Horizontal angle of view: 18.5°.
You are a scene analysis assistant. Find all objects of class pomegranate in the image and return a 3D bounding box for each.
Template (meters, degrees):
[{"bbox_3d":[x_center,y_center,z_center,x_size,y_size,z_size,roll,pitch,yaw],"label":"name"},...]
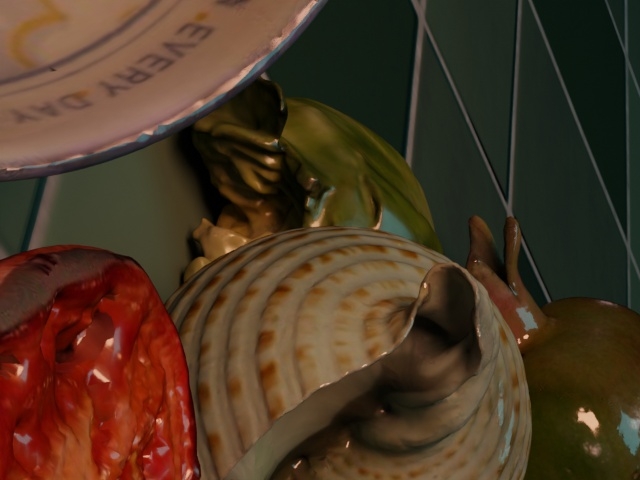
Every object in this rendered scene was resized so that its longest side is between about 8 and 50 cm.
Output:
[{"bbox_3d":[0.122,0.084,1.108,0.191,0.131,0.152,49,33,-13],"label":"pomegranate"}]

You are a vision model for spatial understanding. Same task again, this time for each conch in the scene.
[{"bbox_3d":[-0.004,0.057,0.714,0.131,0.172,0.200,54,-31,38],"label":"conch"}]

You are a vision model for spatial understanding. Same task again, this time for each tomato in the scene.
[{"bbox_3d":[-0.095,0.079,0.544,0.174,0.082,0.166,41,46,-66],"label":"tomato"}]

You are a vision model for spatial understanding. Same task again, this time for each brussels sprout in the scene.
[{"bbox_3d":[0.003,-0.001,0.856,0.181,0.100,0.139,31,31,-44],"label":"brussels sprout"}]

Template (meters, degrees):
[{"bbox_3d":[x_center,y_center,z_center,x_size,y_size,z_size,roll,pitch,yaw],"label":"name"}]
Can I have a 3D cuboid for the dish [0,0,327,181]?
[{"bbox_3d":[-0.121,-0.150,0.524,0.273,0.134,0.273,1,89,-33],"label":"dish"}]
